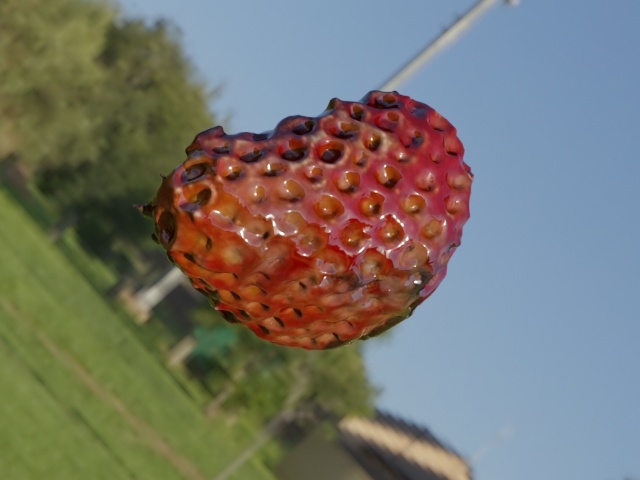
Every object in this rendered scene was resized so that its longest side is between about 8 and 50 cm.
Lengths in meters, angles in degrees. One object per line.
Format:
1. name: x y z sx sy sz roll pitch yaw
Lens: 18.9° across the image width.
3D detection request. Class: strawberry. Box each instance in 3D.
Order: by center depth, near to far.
1. strawberry: 0.016 -0.009 1.567 0.150 0.253 0.280 53 1 27
